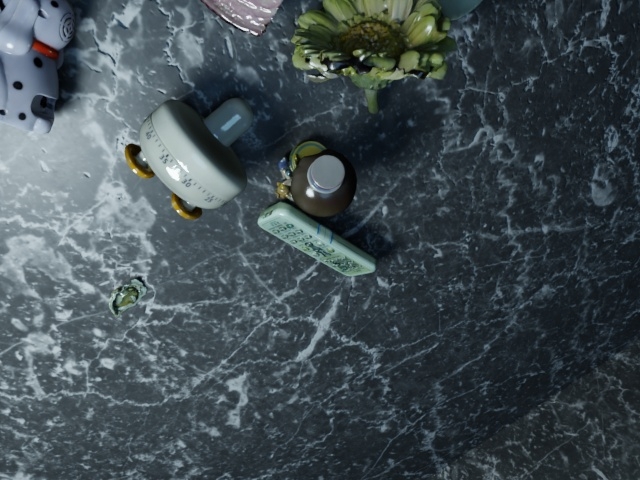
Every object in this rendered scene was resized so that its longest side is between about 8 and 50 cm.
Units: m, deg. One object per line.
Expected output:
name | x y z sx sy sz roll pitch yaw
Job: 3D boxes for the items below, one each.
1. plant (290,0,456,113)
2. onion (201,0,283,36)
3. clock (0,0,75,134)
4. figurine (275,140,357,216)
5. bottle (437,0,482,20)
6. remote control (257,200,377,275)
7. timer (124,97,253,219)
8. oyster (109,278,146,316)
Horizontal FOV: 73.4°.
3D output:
plant | 0.077 -0.359 0.859 0.261 0.306 0.297 -25 157 -34
onion | -0.138 -0.542 0.782 0.247 0.111 0.250 36 117 -6
clock | -0.529 -0.339 0.753 0.189 0.189 0.254 21 99 -25
figurine | -0.004 -0.137 0.947 0.161 0.275 0.158 8 102 -24
bottle | 0.236 -0.576 0.863 0.104 0.104 0.245 -45 121 11
remote control | 0.000 0.000 1.126 0.335 0.065 0.128 31 149 -29
timer | -0.237 -0.188 0.876 0.240 0.233 0.233 -37 122 10
oyster | -0.501 0.144 1.112 0.100 0.037 0.098 -31 144 -21
